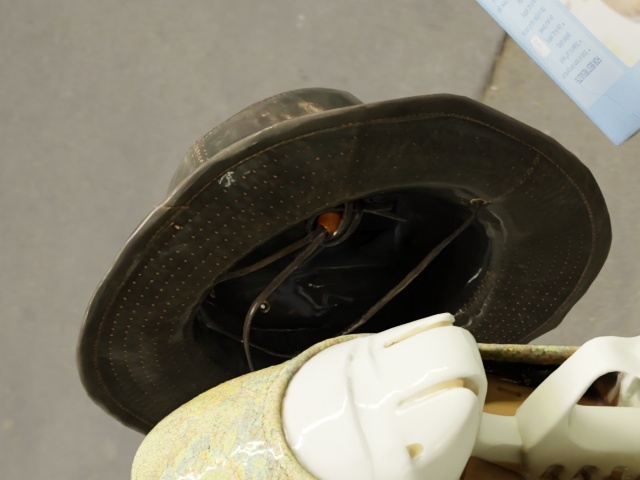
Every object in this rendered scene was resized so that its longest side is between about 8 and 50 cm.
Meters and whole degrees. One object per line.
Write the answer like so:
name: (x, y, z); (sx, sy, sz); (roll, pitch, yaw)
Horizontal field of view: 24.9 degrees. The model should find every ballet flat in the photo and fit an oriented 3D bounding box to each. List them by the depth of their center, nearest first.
ballet flat: (0.090, 0.087, 0.673); (0.349, 0.123, 0.123); (4, 93, -8)

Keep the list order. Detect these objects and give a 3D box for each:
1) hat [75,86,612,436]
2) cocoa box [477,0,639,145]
hat: (0.000, 0.000, 0.872); (0.331, 0.331, 0.134); (-48, 47, 25)
cocoa box: (0.221, -0.243, 0.833); (0.228, 0.347, 0.231); (-42, 86, -13)
